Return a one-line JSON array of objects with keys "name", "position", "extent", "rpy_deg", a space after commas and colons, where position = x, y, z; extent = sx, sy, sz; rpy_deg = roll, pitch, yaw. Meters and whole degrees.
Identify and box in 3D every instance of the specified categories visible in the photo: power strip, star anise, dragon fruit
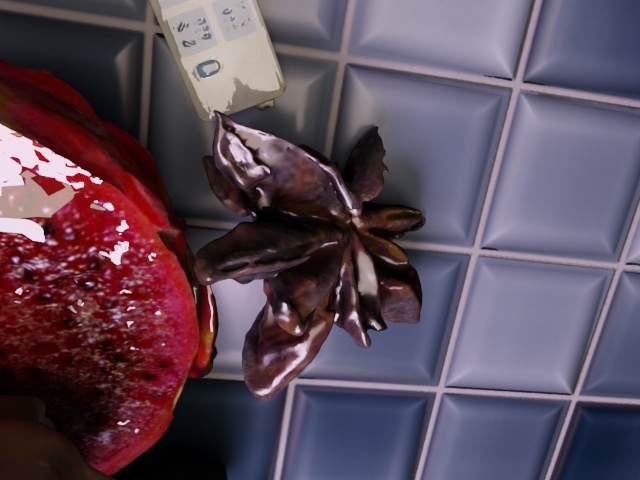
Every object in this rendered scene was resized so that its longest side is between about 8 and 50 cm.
[{"name": "power strip", "position": [-0.093, -0.192, 0.467], "extent": [0.081, 0.035, 0.192], "rpy_deg": [-20, 110, 0]}, {"name": "star anise", "position": [0.000, -0.004, 0.467], "extent": [0.282, 0.129, 0.212], "rpy_deg": [-20, 90, -45]}, {"name": "dragon fruit", "position": [-0.276, 0.021, 0.414], "extent": [0.386, 0.249, 0.371], "rpy_deg": [-31, 126, 8]}]

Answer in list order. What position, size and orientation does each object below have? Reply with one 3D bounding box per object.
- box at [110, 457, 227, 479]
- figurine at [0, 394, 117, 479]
[{"name": "box", "position": [-0.255, 0.291, 0.454], "extent": [0.359, 0.350, 0.091], "rpy_deg": [-8, 97, -6]}, {"name": "figurine", "position": [-0.221, 0.172, 0.271], "extent": [0.247, 0.173, 0.177], "rpy_deg": [9, 98, -21]}]
